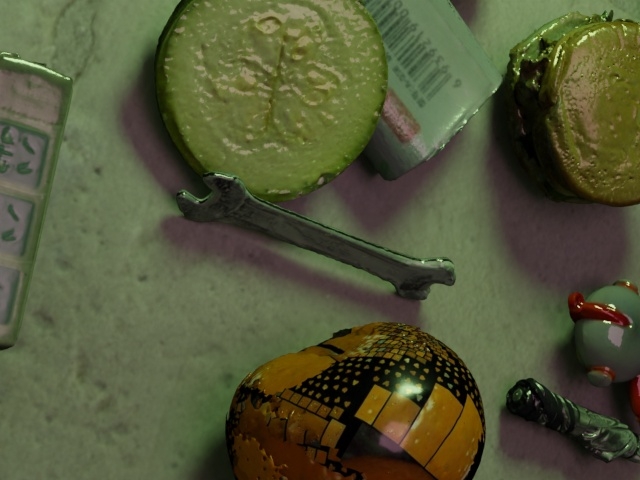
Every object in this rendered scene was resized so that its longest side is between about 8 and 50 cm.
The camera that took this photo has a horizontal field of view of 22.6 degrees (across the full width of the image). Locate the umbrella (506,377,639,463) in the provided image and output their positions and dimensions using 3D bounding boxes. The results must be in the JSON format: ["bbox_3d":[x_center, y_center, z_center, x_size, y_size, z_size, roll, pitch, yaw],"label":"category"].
[{"bbox_3d":[0.268,0.194,1.668,0.188,0.046,0.050,27,75,-32],"label":"umbrella"}]

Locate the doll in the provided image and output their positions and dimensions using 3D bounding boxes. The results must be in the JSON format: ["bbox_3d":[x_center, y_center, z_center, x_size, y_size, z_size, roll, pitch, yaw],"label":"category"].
[{"bbox_3d":[0.337,0.122,1.699,0.245,0.076,0.142,34,62,-29],"label":"doll"}]

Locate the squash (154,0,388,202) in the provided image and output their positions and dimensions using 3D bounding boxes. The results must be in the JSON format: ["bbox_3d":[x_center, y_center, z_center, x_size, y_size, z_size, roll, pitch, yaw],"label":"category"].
[{"bbox_3d":[-0.043,-0.143,1.465,0.219,0.041,0.219,-3,102,-12],"label":"squash"}]

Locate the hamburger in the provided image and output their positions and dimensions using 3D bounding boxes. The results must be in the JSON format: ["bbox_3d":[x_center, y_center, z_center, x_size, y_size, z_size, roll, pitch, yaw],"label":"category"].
[{"bbox_3d":[0.286,-0.127,1.667,0.189,0.122,0.215,-32,105,-23],"label":"hamburger"}]

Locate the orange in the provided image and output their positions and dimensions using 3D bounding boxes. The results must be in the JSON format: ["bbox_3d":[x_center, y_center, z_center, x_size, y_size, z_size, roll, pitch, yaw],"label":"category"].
[{"bbox_3d":[0.033,0.172,1.418,0.234,0.234,0.182,-13,92,-32],"label":"orange"}]

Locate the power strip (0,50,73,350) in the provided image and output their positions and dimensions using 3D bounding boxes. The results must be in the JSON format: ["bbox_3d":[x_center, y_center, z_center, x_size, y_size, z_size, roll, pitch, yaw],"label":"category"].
[{"bbox_3d":[-0.272,-0.030,1.352,0.078,0.052,0.272,17,76,-30],"label":"power strip"}]

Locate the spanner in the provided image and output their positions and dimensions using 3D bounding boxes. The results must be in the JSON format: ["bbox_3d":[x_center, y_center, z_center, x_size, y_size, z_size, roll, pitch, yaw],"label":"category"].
[{"bbox_3d":[0.000,0.000,1.513,0.302,0.071,0.017,21,42,-30],"label":"spanner"}]

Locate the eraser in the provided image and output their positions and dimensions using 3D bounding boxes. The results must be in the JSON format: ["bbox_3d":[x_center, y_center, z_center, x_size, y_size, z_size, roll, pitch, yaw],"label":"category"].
[{"bbox_3d":[0.059,-0.197,1.557,0.174,0.081,0.227,-46,107,-27],"label":"eraser"}]
